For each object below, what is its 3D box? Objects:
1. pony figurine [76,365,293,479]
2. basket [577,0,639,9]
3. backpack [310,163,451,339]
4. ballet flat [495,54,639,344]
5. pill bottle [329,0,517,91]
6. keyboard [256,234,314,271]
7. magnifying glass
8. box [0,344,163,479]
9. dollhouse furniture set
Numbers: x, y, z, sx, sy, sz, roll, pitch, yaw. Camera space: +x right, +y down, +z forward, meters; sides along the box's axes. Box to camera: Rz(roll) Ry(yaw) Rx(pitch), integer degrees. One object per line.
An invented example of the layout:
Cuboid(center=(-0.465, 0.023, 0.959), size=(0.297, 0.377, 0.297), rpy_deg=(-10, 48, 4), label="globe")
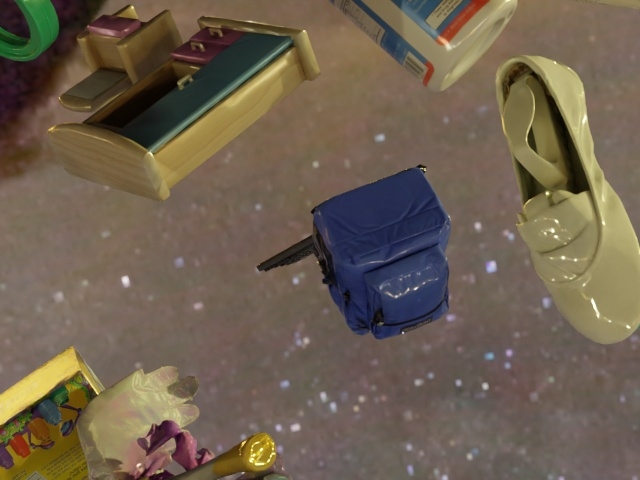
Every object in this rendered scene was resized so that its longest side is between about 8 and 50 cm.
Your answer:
Cuboid(center=(-0.197, 0.305, 1.458), size=(0.351, 0.303, 0.363), rpy_deg=(-19, 178, -42), label="pony figurine")
Cuboid(center=(0.237, -0.389, 1.078), size=(0.331, 0.328, 0.266), rpy_deg=(7, -118, -10), label="basket")
Cuboid(center=(0.048, 0.022, 0.974), size=(0.098, 0.120, 0.101), rpy_deg=(-16, -119, -7), label="backpack")
Cuboid(center=(0.283, -0.062, 1.598), size=(0.139, 0.139, 0.400), rpy_deg=(-11, -121, 5), label="ballet flat")
Cuboid(center=(0.072, -0.259, 1.280), size=(0.124, 0.221, 0.124), rpy_deg=(-46, 172, -8), label="pill bottle")
Cuboid(center=(0.000, 0.000, 1.773), size=(0.108, 0.023, 0.180), rpy_deg=(-25, 178, -41), label="keyboard")
Cuboid(center=(-0.274, -0.178, 0.939), size=(0.231, 0.092, 0.026), rpy_deg=(14, -126, 35), label="magnifying glass")
Cuboid(center=(-0.351, 0.340, 1.672), size=(0.290, 0.279, 0.177), rpy_deg=(-34, -167, -8), label="box")
Cuboid(center=(-0.187, -0.230, 1.097), size=(0.286, 0.303, 0.198), rpy_deg=(16, -133, 43), label="dollhouse furniture set")
